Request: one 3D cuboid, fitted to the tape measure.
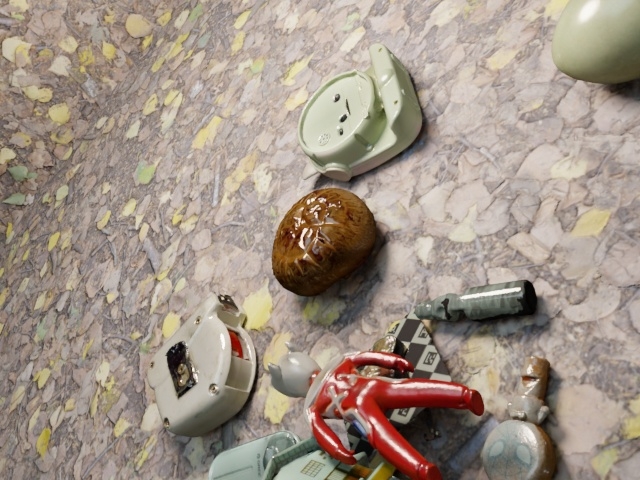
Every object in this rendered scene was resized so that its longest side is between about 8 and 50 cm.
[{"bbox_3d":[-0.265,0.284,1.340,0.258,0.130,0.265,-44,45,11],"label":"tape measure"}]

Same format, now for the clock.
[{"bbox_3d":[0.064,-0.271,1.368,0.324,0.109,0.265,-31,50,26],"label":"clock"}]

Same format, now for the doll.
[{"bbox_3d":[0.053,0.248,0.937,0.384,0.099,0.188,14,52,45],"label":"doll"}]

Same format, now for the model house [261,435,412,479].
[{"bbox_3d":[0.027,0.445,0.891,0.215,0.224,0.198,7,28,40],"label":"model house"}]

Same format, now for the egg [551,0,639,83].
[{"bbox_3d":[0.499,-0.357,0.963,0.253,0.186,0.186,-27,51,24],"label":"egg"}]

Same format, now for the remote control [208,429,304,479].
[{"bbox_3d":[-0.124,0.448,1.173,0.247,0.052,0.104,-27,52,28],"label":"remote control"}]

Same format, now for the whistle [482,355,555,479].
[{"bbox_3d":[0.302,0.279,0.883,0.107,0.057,0.220,-12,54,54],"label":"whistle"}]

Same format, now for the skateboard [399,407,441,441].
[{"bbox_3d":[0.161,0.291,0.980,0.032,0.083,0.063,-29,49,28],"label":"skateboard"}]

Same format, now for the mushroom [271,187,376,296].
[{"bbox_3d":[0.000,0.000,1.250,0.253,0.153,0.253,-29,40,28],"label":"mushroom"}]

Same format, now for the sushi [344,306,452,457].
[{"bbox_3d":[0.100,0.234,1.032,0.219,0.047,0.231,-46,22,13],"label":"sushi"}]

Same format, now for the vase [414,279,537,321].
[{"bbox_3d":[0.256,0.110,1.015,0.212,0.060,0.059,-14,58,38],"label":"vase"}]
